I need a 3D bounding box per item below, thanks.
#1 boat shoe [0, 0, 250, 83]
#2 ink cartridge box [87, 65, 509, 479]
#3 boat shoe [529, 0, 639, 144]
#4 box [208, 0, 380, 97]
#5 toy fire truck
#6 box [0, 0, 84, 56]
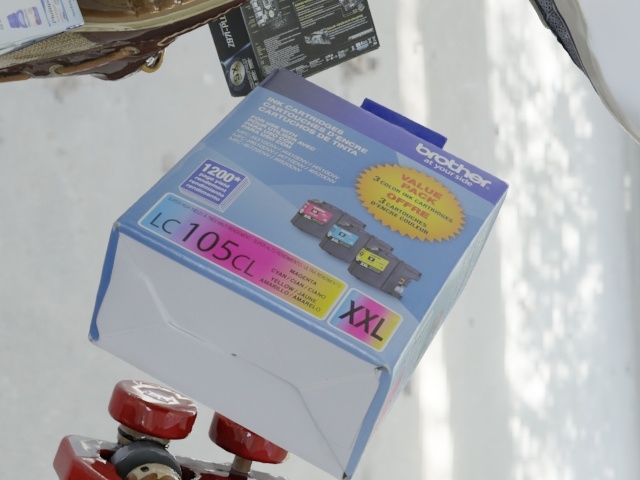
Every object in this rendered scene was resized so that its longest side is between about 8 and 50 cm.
[{"bbox_3d":[-0.154,-0.174,1.051,0.123,0.342,0.123,28,50,-65],"label":"boat shoe"},{"bbox_3d":[0.000,0.000,1.407,0.395,0.270,0.151,-51,166,-53],"label":"ink cartridge box"},{"bbox_3d":[0.241,-0.200,1.234,0.341,0.127,0.158,61,6,7],"label":"boat shoe"},{"bbox_3d":[-0.037,-0.263,1.750,0.180,0.077,0.147,-27,107,-33],"label":"box"},{"bbox_3d":[-0.130,0.283,1.644,0.302,0.254,0.169,16,96,-23],"label":"toy fire truck"},{"bbox_3d":[-0.234,-0.134,0.890,0.137,0.126,0.072,-30,104,-59],"label":"box"}]
